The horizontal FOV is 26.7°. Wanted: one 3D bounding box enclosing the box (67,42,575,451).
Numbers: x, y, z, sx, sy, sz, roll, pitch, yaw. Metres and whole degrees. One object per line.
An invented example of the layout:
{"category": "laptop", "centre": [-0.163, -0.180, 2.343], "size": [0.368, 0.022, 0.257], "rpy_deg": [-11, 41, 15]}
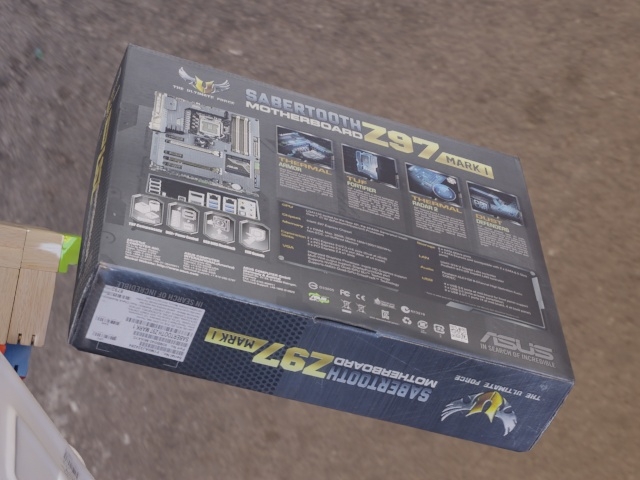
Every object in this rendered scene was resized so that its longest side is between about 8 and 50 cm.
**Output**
{"category": "box", "centre": [0.000, 0.000, 0.677], "size": [0.232, 0.183, 0.059], "rpy_deg": [15, 128, -15]}

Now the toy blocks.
{"category": "toy blocks", "centre": [-0.486, 0.094, 1.645], "size": [0.381, 0.190, 0.261], "rpy_deg": [9, 93, -30]}

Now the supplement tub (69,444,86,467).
{"category": "supplement tub", "centre": [-0.453, 0.309, 1.518], "size": [0.331, 0.241, 0.241], "rpy_deg": [20, 97, -31]}

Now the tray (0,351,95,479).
{"category": "tray", "centre": [-0.148, 0.160, 0.752], "size": [0.030, 0.145, 0.270], "rpy_deg": [-18, 134, 5]}
